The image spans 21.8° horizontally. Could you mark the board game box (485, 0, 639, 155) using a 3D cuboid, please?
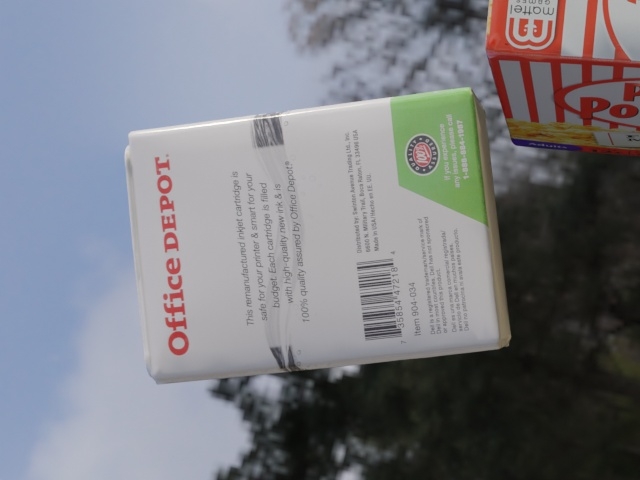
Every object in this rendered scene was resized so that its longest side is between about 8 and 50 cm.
[{"bbox_3d":[0.144,-0.068,0.650,0.193,0.147,0.045,34,-119,-78],"label":"board game box"}]

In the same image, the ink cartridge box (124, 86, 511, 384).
[{"bbox_3d":[0.000,0.000,1.297,0.115,0.273,0.198,10,-106,-79],"label":"ink cartridge box"}]
